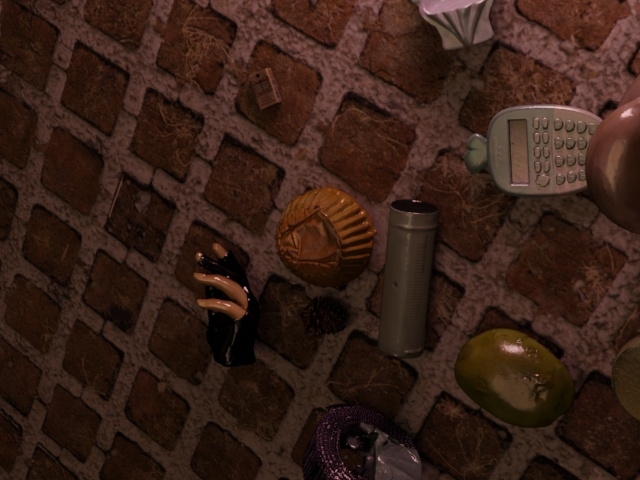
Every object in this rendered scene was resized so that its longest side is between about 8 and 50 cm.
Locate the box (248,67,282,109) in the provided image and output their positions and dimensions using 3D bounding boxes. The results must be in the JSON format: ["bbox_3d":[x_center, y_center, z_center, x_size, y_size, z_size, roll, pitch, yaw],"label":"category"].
[{"bbox_3d":[-0.125,-0.345,2.060,0.053,0.024,0.083,-18,97,33],"label":"box"}]

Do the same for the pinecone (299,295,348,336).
[{"bbox_3d":[0.008,0.178,2.099,0.109,0.102,0.102,-1,104,27],"label":"pinecone"}]

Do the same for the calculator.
[{"bbox_3d":[0.426,-0.175,1.781,0.295,0.042,0.184,2,106,27],"label":"calculator"}]

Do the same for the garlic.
[{"bbox_3d":[0.586,-0.174,1.551,0.246,0.232,0.340,45,138,36],"label":"garlic"}]

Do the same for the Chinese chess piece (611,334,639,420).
[{"bbox_3d":[0.662,0.268,1.757,0.189,0.083,0.188,10,108,31],"label":"Chinese chess piece"}]

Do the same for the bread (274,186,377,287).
[{"bbox_3d":[0.000,0.000,2.025,0.240,0.139,0.239,11,110,31],"label":"bread"}]

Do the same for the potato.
[{"bbox_3d":[0.399,0.284,1.873,0.253,0.148,0.186,13,113,26],"label":"potato"}]

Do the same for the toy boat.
[{"bbox_3d":[0.259,-0.516,1.739,0.200,0.100,0.290,-8,100,32],"label":"toy boat"}]

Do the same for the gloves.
[{"bbox_3d":[-0.229,0.155,2.200,0.197,0.152,0.301,6,117,67],"label":"gloves"}]

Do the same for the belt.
[{"bbox_3d":[0.093,0.502,2.020,0.260,0.325,0.122,24,115,-5],"label":"belt"}]

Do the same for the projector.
[{"bbox_3d":[0.189,0.084,1.960,0.108,0.108,0.337,14,112,26],"label":"projector"}]
